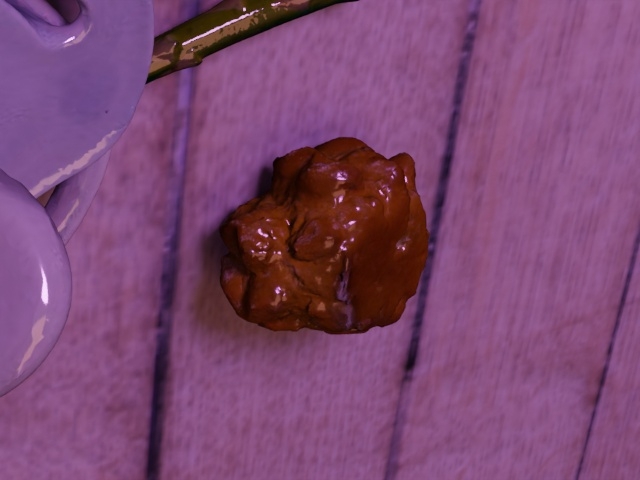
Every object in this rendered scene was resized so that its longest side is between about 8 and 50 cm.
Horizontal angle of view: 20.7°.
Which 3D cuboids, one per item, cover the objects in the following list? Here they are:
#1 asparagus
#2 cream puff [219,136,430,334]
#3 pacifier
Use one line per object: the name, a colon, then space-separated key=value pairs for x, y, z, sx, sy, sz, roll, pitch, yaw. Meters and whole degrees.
asparagus: x=-0.057 y=-0.100 z=0.874 sx=0.236 sy=0.027 sz=0.034 roll=-28 pitch=148 yaw=-15
cream puff: x=0.000 y=0.000 z=0.949 sx=0.122 sy=0.094 sz=0.116 roll=-59 pitch=142 yaw=-17
pacifier: x=-0.160 y=-0.015 z=0.736 sx=0.279 sy=0.207 sz=0.227 roll=-47 pitch=136 yaw=4
